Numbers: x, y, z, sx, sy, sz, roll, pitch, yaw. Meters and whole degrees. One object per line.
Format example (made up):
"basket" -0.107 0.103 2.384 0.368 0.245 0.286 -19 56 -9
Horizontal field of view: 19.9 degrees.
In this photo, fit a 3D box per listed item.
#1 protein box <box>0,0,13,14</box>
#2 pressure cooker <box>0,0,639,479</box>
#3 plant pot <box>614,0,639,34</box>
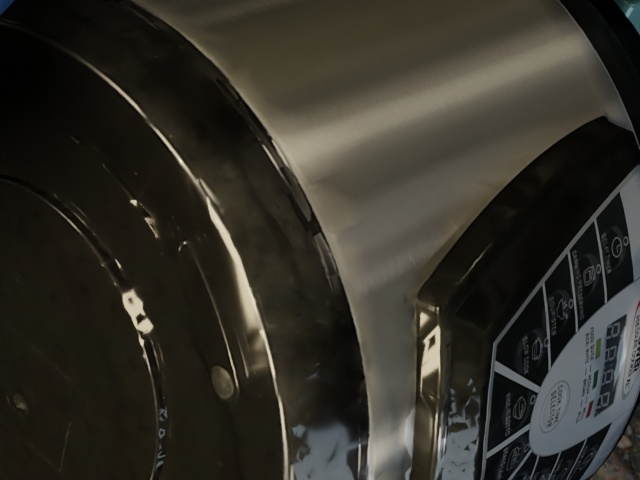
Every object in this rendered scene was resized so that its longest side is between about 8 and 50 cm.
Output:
"protein box" -0.129 -0.190 0.565 0.201 0.136 0.200 -42 165 17
"pressure cooker" -0.004 -0.004 0.996 0.420 0.375 0.370 -22 174 -45
"plant pot" 0.161 -0.146 1.315 0.165 0.165 0.234 -25 160 -39
